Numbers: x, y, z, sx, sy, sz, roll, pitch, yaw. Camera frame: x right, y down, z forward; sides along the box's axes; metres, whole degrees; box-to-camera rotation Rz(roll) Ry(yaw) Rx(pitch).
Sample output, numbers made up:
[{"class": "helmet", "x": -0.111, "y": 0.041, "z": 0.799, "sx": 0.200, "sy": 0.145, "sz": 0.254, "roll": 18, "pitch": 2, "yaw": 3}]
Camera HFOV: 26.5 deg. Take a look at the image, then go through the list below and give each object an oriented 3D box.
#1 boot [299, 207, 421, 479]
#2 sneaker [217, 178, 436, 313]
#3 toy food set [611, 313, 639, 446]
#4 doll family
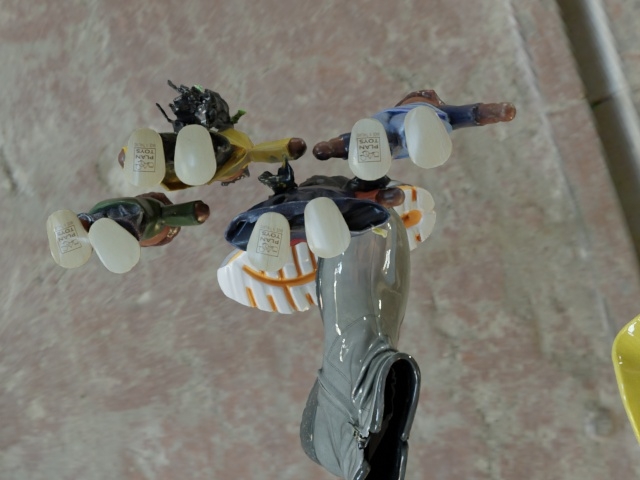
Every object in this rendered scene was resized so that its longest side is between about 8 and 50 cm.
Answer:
[{"class": "boot", "x": 0.049, "y": 0.089, "z": 1.104, "sx": 0.083, "sy": 0.161, "sz": 0.247, "roll": 7, "pitch": 92, "yaw": -16}, {"class": "sneaker", "x": 0.000, "y": 0.000, "z": 1.269, "sx": 0.215, "sy": 0.083, "sz": 0.084, "roll": -21, "pitch": 121, "yaw": -19}, {"class": "toy food set", "x": 0.297, "y": 0.151, "z": 1.072, "sx": 0.128, "sy": 0.071, "sz": 0.218, "roll": -19, "pitch": 88, "yaw": -15}, {"class": "doll family", "x": -0.017, "y": -0.028, "z": 0.561, "sx": 0.193, "sy": 0.111, "sz": 0.076, "roll": 2, "pitch": 95, "yaw": 10}]
